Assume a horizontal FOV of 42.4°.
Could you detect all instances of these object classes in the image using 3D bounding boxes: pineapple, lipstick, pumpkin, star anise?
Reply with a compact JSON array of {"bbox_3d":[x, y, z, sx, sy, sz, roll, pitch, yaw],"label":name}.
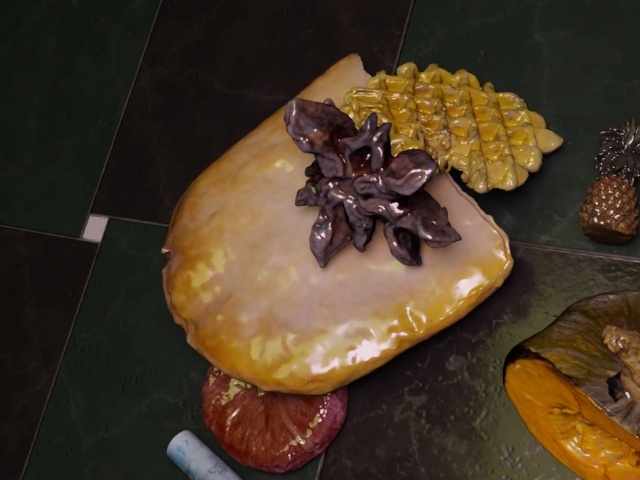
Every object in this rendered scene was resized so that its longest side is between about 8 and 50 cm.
[{"bbox_3d":[0.362,-0.077,1.007,0.074,0.074,0.159,8,70,29],"label":"pineapple"},{"bbox_3d":[-0.142,0.323,1.123,0.158,0.048,0.048,33,88,31],"label":"lipstick"},{"bbox_3d":[0.358,0.142,0.818,0.232,0.242,0.325,-41,40,-16],"label":"pumpkin"},{"bbox_3d":[0.045,-0.068,0.968,0.283,0.212,0.129,37,56,19],"label":"star anise"}]

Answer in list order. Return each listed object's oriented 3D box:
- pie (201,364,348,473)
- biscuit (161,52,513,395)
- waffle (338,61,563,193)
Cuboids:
[{"bbox_3d":[-0.066,0.207,1.122,0.219,0.054,0.204,30,85,32],"label":"pie"},{"bbox_3d":[0.000,0.000,1.114,0.446,0.104,0.429,-38,60,-4],"label":"biscuit"},{"bbox_3d":[0.167,-0.148,1.065,0.250,0.056,0.261,-25,50,-35],"label":"waffle"}]
